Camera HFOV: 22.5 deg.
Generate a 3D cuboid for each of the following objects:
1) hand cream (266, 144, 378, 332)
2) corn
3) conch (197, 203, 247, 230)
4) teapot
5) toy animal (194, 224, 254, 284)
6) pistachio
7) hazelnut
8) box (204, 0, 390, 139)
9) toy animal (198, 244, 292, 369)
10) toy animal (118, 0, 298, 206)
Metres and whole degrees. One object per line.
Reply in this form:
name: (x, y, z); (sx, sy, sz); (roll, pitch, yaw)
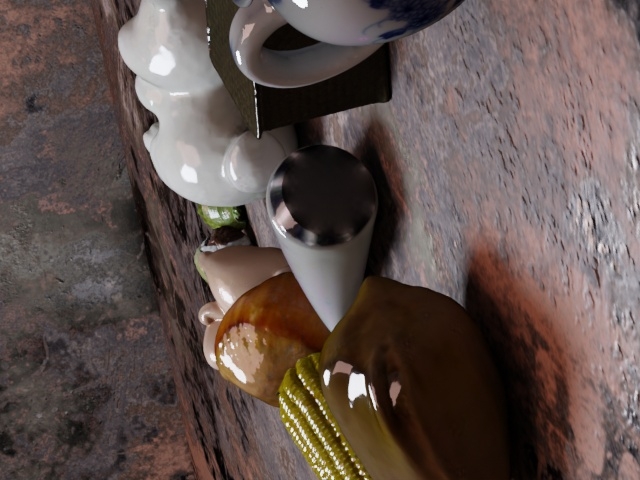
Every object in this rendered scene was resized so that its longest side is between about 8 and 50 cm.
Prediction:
hand cream: (0.000, 0.000, 1.841); (0.358, 0.118, 0.185); (91, 159, -73)
corn: (0.050, 0.241, 1.844); (0.344, 0.131, 0.131); (-131, 29, -58)
conch: (-0.152, -0.050, 2.556); (0.121, 0.074, 0.089); (31, 168, 49)
teapot: (-0.007, -0.260, 1.165); (0.424, 0.280, 0.252); (92, 160, -56)
toy animal: (-0.135, 0.039, 2.504); (0.137, 0.098, 0.098); (50, 157, 25)
pistachio: (0.097, 0.160, 1.499); (0.212, 0.163, 0.260); (-86, -24, -60)
hazelnut: (-0.053, 0.128, 2.059); (0.182, 0.182, 0.182); (165, 90, -77)
box: (-0.031, -0.264, 1.579); (0.184, 0.143, 0.273); (-119, 20, -50)
toy animal: (-0.087, 0.108, 2.215); (0.171, 0.171, 0.197); (-128, 29, -60)
toy animal: (-0.131, -0.227, 1.954); (0.241, 0.196, 0.367); (38, 143, 58)
